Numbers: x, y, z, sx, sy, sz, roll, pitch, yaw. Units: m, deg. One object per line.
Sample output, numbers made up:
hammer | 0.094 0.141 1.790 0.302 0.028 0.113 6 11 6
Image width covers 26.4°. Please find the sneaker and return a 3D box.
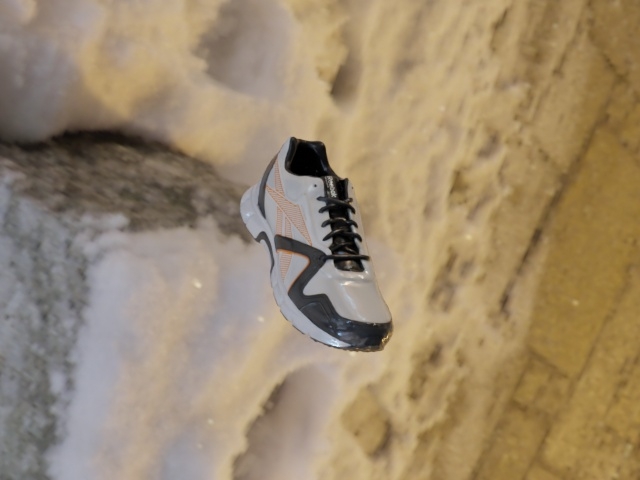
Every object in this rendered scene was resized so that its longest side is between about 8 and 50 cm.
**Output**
sneaker | 0.000 0.000 0.542 0.040 0.109 0.043 5 127 -35
